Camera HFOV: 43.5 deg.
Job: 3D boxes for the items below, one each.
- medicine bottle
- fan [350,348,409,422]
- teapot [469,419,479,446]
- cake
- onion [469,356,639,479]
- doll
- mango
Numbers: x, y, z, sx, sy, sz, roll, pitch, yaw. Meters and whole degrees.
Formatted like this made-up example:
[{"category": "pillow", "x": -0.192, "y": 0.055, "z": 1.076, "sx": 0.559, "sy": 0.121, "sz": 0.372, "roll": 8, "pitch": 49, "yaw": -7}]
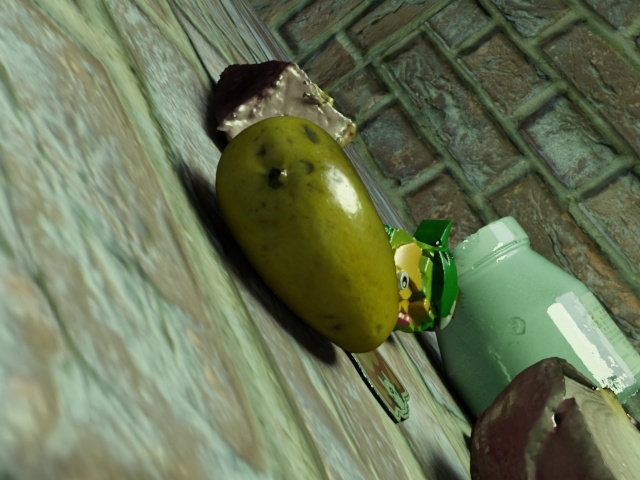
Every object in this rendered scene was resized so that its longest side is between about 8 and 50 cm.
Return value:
[{"category": "medicine bottle", "x": 0.279, "y": 0.136, "z": 1.141, "sx": 0.290, "sy": 0.245, "sz": 0.245, "roll": 56, "pitch": 8, "yaw": 14}, {"category": "fan", "x": 0.018, "y": 0.065, "z": 0.718, "sx": 0.220, "sy": 0.009, "sz": 0.132, "roll": 56, "pitch": 7, "yaw": 7}, {"category": "teapot", "x": 0.222, "y": 0.253, "z": 0.943, "sx": 0.098, "sy": 0.078, "sz": 0.129, "roll": 6, "pitch": 17, "yaw": -22}, {"category": "cake", "x": -0.048, "y": -0.133, "z": 0.845, "sx": 0.116, "sy": 0.113, "sz": 0.295, "roll": 54, "pitch": 2, "yaw": -21}, {"category": "onion", "x": 0.231, "y": 0.267, "z": 0.640, "sx": 0.267, "sy": 0.159, "sz": 0.348, "roll": 40, "pitch": 20, "yaw": -19}, {"category": "doll", "x": 0.091, "y": 0.035, "z": 0.884, "sx": 0.186, "sy": 0.106, "sz": 0.134, "roll": 8, "pitch": 87, "yaw": -59}, {"category": "mango", "x": 0.000, "y": 0.000, "z": 0.578, "sx": 0.195, "sy": 0.098, "sz": 0.137, "roll": 56, "pitch": 2, "yaw": -32}]
